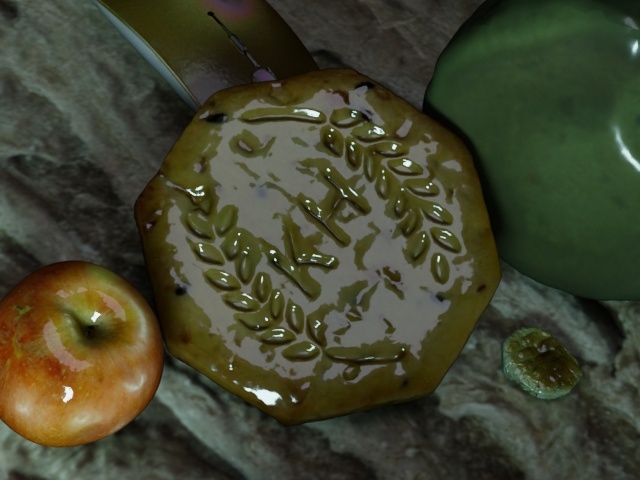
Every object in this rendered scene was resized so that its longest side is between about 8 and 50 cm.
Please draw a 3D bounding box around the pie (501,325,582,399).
[{"bbox_3d":[0.217,0.120,1.533,0.084,0.020,0.084,9,48,-10],"label":"pie"}]

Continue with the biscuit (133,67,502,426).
[{"bbox_3d":[0.000,0.000,1.468,0.359,0.046,0.359,2,71,-7],"label":"biscuit"}]

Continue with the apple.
[{"bbox_3d":[-0.217,0.101,1.343,0.163,0.139,0.163,16,51,-20],"label":"apple"}]

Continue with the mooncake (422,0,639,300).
[{"bbox_3d":[0.282,-0.113,1.553,0.351,0.351,0.187,30,46,10],"label":"mooncake"}]

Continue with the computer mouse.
[{"bbox_3d":[-0.124,-0.219,1.692,0.158,0.072,0.310,-28,63,-32],"label":"computer mouse"}]
